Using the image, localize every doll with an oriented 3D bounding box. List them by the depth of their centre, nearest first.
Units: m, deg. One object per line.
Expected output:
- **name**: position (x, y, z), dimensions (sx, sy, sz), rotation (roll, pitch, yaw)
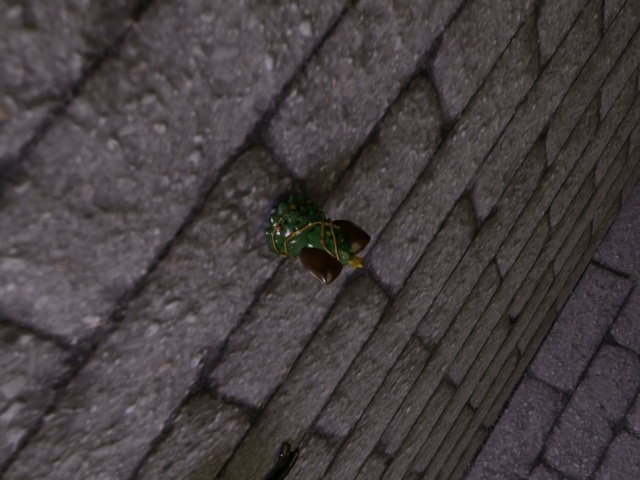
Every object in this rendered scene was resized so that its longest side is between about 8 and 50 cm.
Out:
- **doll**: position (-0.005, -0.009, 0.608), dimensions (0.078, 0.113, 0.076), rotation (-44, 130, -25)

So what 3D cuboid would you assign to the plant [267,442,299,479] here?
- **plant**: position (-0.127, 0.452, 0.743), dimensions (0.333, 0.180, 0.251), rotation (-2, 126, -57)
